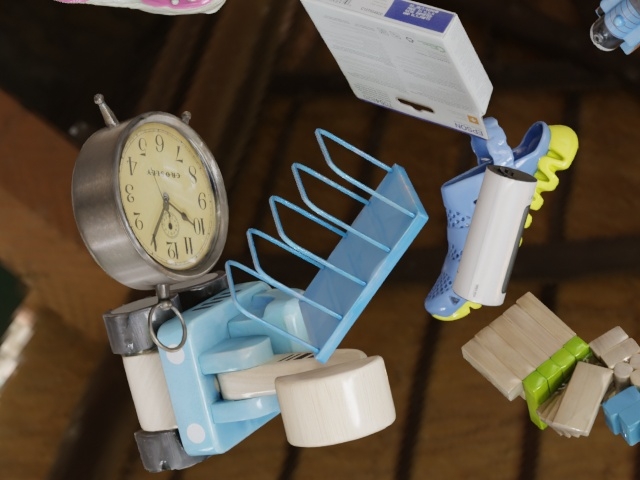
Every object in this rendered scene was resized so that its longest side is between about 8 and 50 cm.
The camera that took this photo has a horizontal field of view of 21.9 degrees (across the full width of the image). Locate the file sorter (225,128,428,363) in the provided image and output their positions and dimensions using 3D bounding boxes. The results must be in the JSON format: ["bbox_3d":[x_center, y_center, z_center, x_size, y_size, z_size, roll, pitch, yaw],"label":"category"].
[{"bbox_3d":[0.000,0.000,1.529,0.170,0.104,0.118,-56,-160,16],"label":"file sorter"}]

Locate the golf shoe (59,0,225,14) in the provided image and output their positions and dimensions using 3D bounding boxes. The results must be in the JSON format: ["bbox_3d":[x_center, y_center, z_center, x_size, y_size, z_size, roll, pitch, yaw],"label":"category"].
[{"bbox_3d":[-0.259,-0.336,2.093,0.140,0.306,0.115,32,72,-80],"label":"golf shoe"}]

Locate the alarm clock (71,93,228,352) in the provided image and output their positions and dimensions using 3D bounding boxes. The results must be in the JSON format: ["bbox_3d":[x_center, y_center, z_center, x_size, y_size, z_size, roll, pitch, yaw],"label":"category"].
[{"bbox_3d":[-0.127,-0.009,1.244,0.064,0.129,0.192,-18,-105,33],"label":"alarm clock"}]

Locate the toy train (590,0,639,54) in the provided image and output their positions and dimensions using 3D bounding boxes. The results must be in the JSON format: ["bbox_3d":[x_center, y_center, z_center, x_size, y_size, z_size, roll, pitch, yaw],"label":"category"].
[{"bbox_3d":[0.357,-0.261,1.776,0.105,0.080,0.184,-31,176,-30],"label":"toy train"}]

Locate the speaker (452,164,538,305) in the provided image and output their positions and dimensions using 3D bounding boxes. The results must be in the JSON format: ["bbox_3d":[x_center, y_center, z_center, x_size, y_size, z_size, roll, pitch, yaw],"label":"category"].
[{"bbox_3d":[0.175,-0.006,1.669,0.055,0.055,0.136,-118,-139,-70],"label":"speaker"}]

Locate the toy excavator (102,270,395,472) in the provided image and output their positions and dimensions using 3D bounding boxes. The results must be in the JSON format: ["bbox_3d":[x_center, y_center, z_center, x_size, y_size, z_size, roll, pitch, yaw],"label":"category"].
[{"bbox_3d":[-0.064,0.162,2.117,0.445,0.222,0.433,-11,-172,26],"label":"toy excavator"}]

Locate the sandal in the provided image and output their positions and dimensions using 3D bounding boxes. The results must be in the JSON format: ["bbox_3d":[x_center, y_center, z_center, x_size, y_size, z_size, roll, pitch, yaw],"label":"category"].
[{"bbox_3d":[0.218,-0.041,2.265,0.317,0.138,0.126,-62,-166,-5],"label":"sandal"}]

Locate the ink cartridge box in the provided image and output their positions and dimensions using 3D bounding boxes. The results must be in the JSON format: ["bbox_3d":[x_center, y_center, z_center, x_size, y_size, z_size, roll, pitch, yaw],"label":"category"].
[{"bbox_3d":[0.105,-0.231,2.091,0.223,0.224,0.045,21,-111,31],"label":"ink cartridge box"}]

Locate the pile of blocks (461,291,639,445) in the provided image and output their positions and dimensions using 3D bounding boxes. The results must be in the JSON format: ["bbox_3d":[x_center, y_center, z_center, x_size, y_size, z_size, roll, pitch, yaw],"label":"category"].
[{"bbox_3d":[0.334,0.182,1.811,0.362,0.113,0.149,16,-121,27],"label":"pile of blocks"}]
